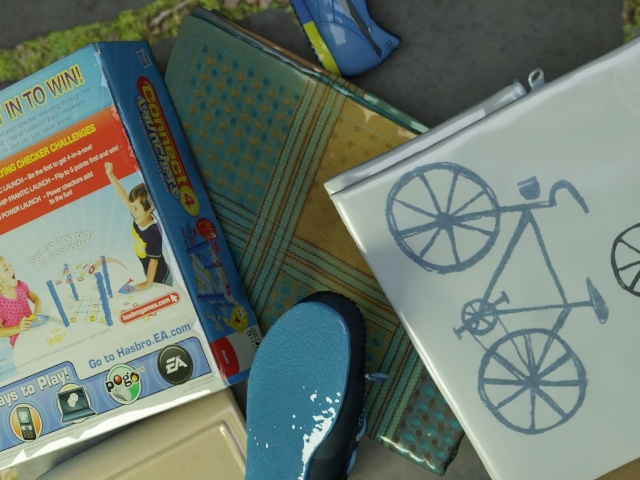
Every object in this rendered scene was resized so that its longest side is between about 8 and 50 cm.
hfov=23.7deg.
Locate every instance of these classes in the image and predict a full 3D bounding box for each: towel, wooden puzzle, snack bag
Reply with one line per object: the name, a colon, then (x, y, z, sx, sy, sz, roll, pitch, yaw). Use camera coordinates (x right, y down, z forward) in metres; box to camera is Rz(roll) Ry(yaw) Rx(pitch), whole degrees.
towel: (0.000, 0.000, 1.300, 0.370, 0.040, 0.271, 29, 110, 14)
wooden puzzle: (-0.123, 0.277, 1.380, 0.221, 0.044, 0.238, -29, 82, 13)
snack bag: (0.224, 0.013, 1.190, 0.343, 0.037, 0.323, -28, 103, 11)

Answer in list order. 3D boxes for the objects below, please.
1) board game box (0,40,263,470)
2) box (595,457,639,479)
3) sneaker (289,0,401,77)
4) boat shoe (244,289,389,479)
board game box: (-0.234, 0.023, 1.330, 0.308, 0.086, 0.301, -22, 88, 27)
box: (0.226, 0.266, 1.254, 0.164, 0.021, 0.201, 33, 69, 9)
sneaker: (-0.001, -0.241, 1.310, 0.082, 0.069, 0.209, -27, 88, 6)
boat shoe: (-0.010, 0.140, 1.265, 0.109, 0.089, 0.258, 37, 130, 24)
